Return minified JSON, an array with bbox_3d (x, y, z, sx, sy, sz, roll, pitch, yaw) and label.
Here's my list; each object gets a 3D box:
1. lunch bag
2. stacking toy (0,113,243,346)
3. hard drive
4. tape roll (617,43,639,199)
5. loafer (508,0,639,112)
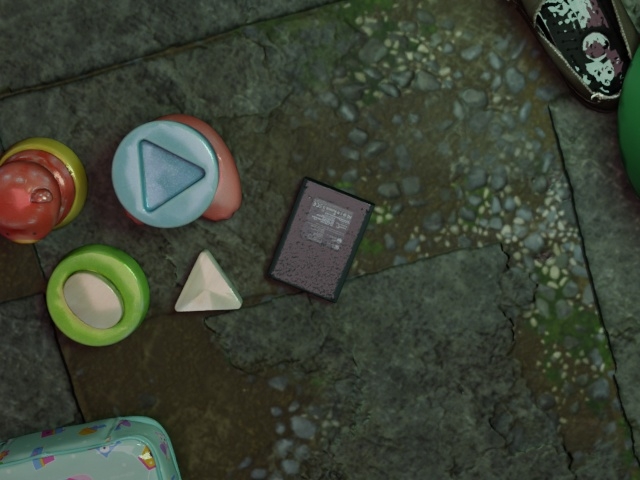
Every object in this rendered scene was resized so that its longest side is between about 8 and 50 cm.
[{"bbox_3d":[-0.312,0.354,2.002,0.279,0.108,0.224,-13,103,9],"label":"lunch bag"},{"bbox_3d":[-0.248,-0.004,1.911,0.309,0.130,0.279,-13,100,8],"label":"stacking toy"},{"bbox_3d":[0.000,0.000,1.943,0.094,0.022,0.135,22,103,0],"label":"hard drive"},{"bbox_3d":[0.499,-0.142,1.784,0.321,0.077,0.321,-5,107,-16],"label":"tape roll"},{"bbox_3d":[0.274,-0.310,1.799,0.134,0.130,0.366,-35,97,11],"label":"loafer"}]
